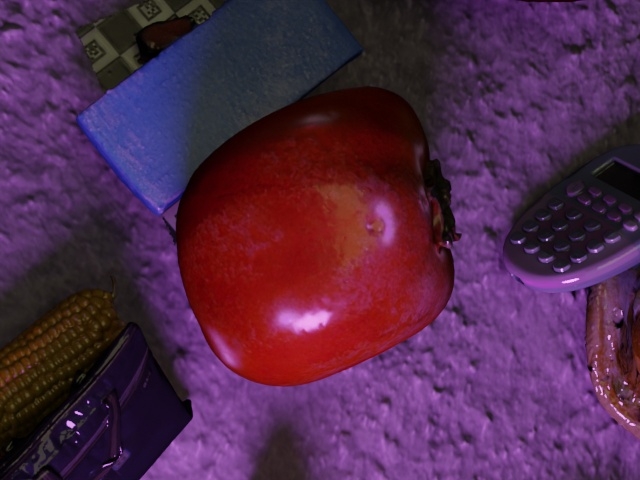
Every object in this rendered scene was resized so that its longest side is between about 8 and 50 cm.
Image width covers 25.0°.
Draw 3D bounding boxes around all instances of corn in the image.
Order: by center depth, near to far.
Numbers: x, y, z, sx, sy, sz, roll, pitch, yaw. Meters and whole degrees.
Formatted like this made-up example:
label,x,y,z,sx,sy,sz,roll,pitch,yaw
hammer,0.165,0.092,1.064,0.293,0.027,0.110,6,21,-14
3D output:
label,x,y,z,sx,sy,sz,roll,pitch,yaw
corn,-0.315,0.161,1.518,0.310,0.101,0.101,-42,93,-16

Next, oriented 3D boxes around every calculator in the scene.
label,x,y,z,sx,sy,sz,roll,pitch,yaw
calculator,0.348,-0.036,1.697,0.299,0.185,0.041,-34,124,-14

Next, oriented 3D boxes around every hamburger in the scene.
label,x,y,z,sx,sy,sz,roll,pitch,yaw
hamburger,0.406,0.099,1.685,0.192,0.168,0.288,23,75,-11

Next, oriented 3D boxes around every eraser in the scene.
label,x,y,z,sx,sy,sz,roll,pitch,yaw
eraser,-0.111,-0.173,1.615,0.312,0.042,0.144,-41,93,-18

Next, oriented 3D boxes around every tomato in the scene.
label,x,y,z,sx,sy,sz,roll,pitch,yaw
tomato,0.000,0.000,1.521,0.290,0.325,0.293,-16,95,9

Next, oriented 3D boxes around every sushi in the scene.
label,x,y,z,sx,sy,sz,roll,pitch,yaw
sushi,-0.136,-0.160,1.652,0.193,0.043,0.279,-25,87,-18

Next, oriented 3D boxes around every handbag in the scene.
label,x,y,z,sx,sy,sz,roll,pitch,yaw
handbag,-0.244,0.219,1.482,0.089,0.211,0.254,32,72,27

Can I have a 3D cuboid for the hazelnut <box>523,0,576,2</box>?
label,x,y,z,sx,sy,sz,roll,pitch,yaw
hazelnut,0.243,-0.471,1.661,0.409,0.359,0.359,18,76,-20
